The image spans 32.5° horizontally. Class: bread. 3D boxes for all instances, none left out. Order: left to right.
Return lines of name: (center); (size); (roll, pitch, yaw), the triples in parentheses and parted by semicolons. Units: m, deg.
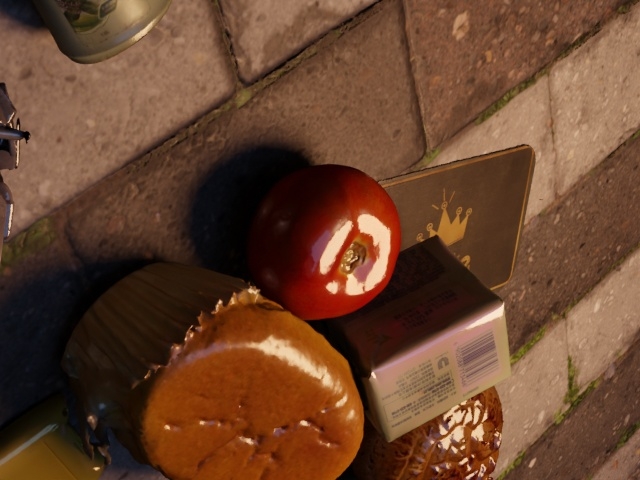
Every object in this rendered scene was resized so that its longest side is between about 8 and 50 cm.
bread: (-0.099, 0.170, 1.232); (0.236, 0.183, 0.388); (-56, 140, -1)

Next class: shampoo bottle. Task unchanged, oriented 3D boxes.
shampoo bottle: (-0.221, -0.269, 0.919); (0.118, 0.087, 0.234); (-43, 137, -15)

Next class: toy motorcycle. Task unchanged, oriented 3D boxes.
toy motorcycle: (-0.289, -0.072, 0.940); (0.080, 0.122, 0.215); (-4, 118, -16)

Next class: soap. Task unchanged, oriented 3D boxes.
soap: (0.113, 0.119, 1.387); (0.199, 0.182, 0.138); (-26, 129, -12)

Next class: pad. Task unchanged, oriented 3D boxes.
pad: (0.189, 0.042, 1.548); (0.375, 0.063, 0.315); (-17, 124, -39)

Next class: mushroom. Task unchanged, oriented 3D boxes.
mushroom: (0.163, 0.285, 1.590); (0.253, 0.153, 0.253); (-16, 118, -34)

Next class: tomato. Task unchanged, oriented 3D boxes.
tomato: (0.000, 0.000, 1.269); (0.195, 0.136, 0.195); (-21, 125, -34)

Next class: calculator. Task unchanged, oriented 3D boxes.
calculator: (-0.334, 0.281, 1.170); (0.236, 0.033, 0.157); (-43, 138, -17)

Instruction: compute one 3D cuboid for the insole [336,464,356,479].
insole: (0.121, 0.298, 1.672); (0.328, 0.007, 0.111); (-4, 116, -45)
